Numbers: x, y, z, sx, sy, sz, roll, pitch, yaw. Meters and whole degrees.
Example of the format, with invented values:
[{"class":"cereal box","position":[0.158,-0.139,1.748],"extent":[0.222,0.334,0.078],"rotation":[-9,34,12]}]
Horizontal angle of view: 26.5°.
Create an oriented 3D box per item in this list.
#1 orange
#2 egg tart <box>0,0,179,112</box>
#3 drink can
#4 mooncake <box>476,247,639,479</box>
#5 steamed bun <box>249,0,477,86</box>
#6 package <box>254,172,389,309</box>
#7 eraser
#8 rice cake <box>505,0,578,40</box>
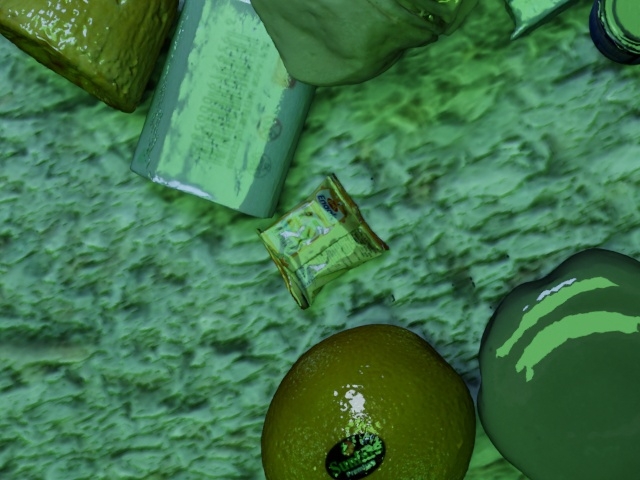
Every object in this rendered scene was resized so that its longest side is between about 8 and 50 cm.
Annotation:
[{"class":"orange","position":[0.051,0.203,1.436],"extent":[0.236,0.236,0.236],"rotation":[1,94,9]},{"class":"egg tart","position":[-0.251,-0.248,1.476],"extent":[0.203,0.202,0.147],"rotation":[31,84,6]},{"class":"drink can","position":[0.317,-0.224,1.348],"extent":[0.097,0.235,0.097],"rotation":[1,94,10]},{"class":"mooncake","position":[0.294,0.144,1.433],"extent":[0.275,0.135,0.274],"rotation":[1,98,8]},{"class":"steamed bun","position":[0.072,-0.318,1.369],"extent":[0.203,0.289,0.276],"rotation":[6,136,42]},{"class":"package","position":[-0.002,0.001,1.521],"extent":[0.121,0.031,0.108],"rotation":[-35,89,5]},{"class":"eraser","position":[-0.099,-0.158,1.501],"extent":[0.174,0.081,0.226],"rotation":[20,98,11]},{"class":"rice cake","position":[0.276,-0.291,1.437],"extent":[0.206,0.069,0.063],"rotation":[-32,91,13]}]
